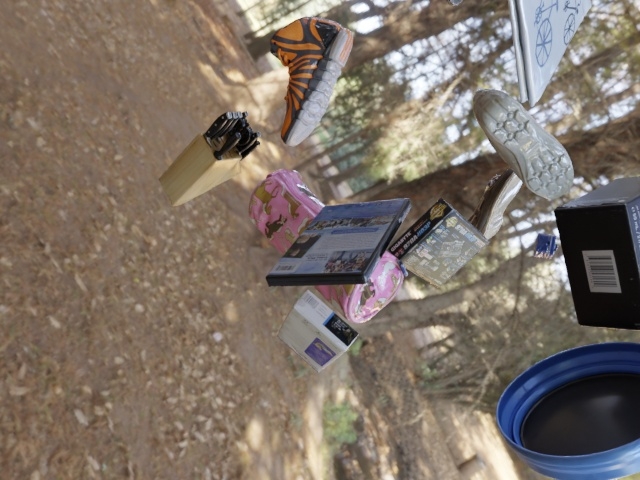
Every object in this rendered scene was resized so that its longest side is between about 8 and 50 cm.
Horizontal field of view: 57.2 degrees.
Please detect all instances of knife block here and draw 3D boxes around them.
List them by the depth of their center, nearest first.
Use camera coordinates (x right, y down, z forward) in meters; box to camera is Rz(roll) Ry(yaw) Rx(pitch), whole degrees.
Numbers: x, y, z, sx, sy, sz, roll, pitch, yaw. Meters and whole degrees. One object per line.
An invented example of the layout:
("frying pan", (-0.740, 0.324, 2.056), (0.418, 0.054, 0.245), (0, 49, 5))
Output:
("knife block", (-0.282, -0.212, 1.460), (0.088, 0.276, 0.242), (60, -8, 9))

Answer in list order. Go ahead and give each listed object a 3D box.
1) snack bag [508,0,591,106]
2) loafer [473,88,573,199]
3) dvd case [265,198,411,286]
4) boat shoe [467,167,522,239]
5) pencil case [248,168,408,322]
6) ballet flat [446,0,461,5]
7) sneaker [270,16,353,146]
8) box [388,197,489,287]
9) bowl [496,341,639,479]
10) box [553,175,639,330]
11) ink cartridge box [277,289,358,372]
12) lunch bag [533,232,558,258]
("snack bag", (0.444, -0.490, 1.124), (0.037, 0.342, 0.323), (16, -28, 37))
("loafer", (0.432, -0.206, 1.243), (0.319, 0.112, 0.111), (41, 21, -31))
("dvd case", (0.038, 0.000, 1.010), (0.253, 0.180, 0.022), (-52, 131, -50))
("boat shoe", (0.526, -0.124, 1.808), (0.095, 0.112, 0.335), (49, -24, 27))
("pencil case", (0.000, 0.000, 1.229), (0.386, 0.167, 0.160), (42, 13, 37))
("ballet flat", (0.374, -0.755, 1.619), (0.084, 0.058, 0.250), (23, 74, -41))
("sneaker", (-0.060, -0.409, 1.481), (0.180, 0.321, 0.124), (27, 4, 12))
("box", (0.287, 0.013, 1.407), (0.220, 0.175, 0.051), (29, 21, -47))
("bowl", (0.571, 0.352, 1.236), (0.077, 0.391, 0.391), (63, 5, -11))
("box", (0.736, 0.017, 1.386), (0.183, 0.294, 0.296), (-3, -75, 54))
("ink cartridge box", (-0.017, 0.242, 1.510), (0.165, 0.065, 0.332), (40, -24, 4))
("lunch bag", (0.722, 0.018, 1.876), (0.098, 0.065, 0.067), (48, 53, -71))
